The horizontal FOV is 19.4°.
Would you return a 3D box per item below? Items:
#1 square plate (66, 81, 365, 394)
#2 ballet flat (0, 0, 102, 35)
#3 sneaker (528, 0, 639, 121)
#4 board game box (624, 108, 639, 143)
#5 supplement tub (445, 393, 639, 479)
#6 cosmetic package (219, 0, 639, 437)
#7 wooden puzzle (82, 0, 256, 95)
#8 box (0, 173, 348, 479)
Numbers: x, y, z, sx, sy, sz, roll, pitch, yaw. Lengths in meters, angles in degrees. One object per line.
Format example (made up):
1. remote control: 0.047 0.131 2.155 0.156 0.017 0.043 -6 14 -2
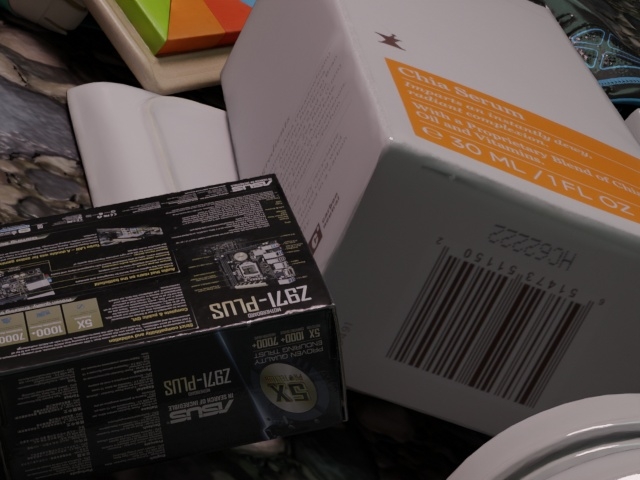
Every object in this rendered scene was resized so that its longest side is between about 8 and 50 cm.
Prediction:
1. square plate: 0.000 0.000 1.352 0.347 0.049 0.344 17 23 -23
2. ballet flat: -0.197 -0.210 1.563 0.247 0.083 0.087 1 44 -46
3. sneaker: 0.270 -0.173 1.956 0.341 0.125 0.139 26 26 4
4. board game box: 0.362 0.047 1.483 0.303 0.097 0.224 15 50 -23
5. supplement tub: 0.161 0.227 0.775 0.228 0.228 0.316 18 23 -21
6. cosmetic package: 0.079 -0.056 1.283 0.230 0.161 0.453 20 22 -17
7. wooden puzzle: -0.128 -0.222 1.547 0.221 0.044 0.238 54 30 13
8. box: -0.091 0.045 1.000 0.180 0.077 0.147 -11 32 -10
